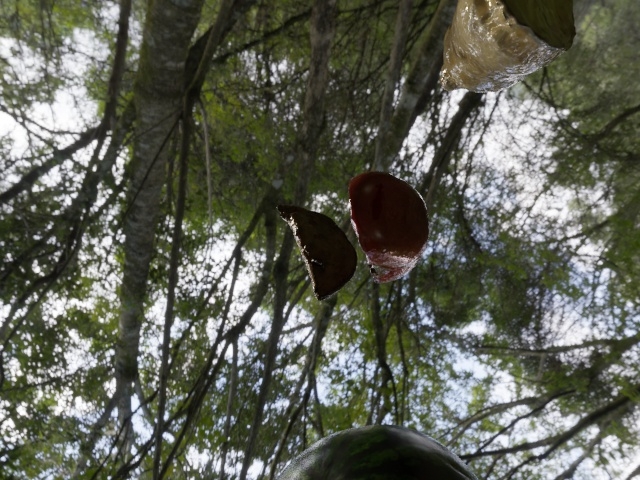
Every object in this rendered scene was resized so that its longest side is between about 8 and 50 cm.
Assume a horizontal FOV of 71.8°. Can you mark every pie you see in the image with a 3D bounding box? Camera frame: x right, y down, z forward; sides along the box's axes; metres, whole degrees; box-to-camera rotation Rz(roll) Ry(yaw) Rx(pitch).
[{"bbox_3d":[0.003,0.001,0.662,0.088,0.033,0.191,-9,-129,-24],"label":"pie"}]

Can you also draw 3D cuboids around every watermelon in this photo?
[{"bbox_3d":[0.063,0.344,0.463,0.286,0.285,0.285,10,-135,-10],"label":"watermelon"}]

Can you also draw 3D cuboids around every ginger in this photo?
[{"bbox_3d":[0.217,-0.249,0.516,0.126,0.190,0.354,57,-155,-3],"label":"ginger"}]

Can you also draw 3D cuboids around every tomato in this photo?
[{"bbox_3d":[0.141,-0.033,0.864,0.140,0.233,0.200,-12,-115,11],"label":"tomato"}]
